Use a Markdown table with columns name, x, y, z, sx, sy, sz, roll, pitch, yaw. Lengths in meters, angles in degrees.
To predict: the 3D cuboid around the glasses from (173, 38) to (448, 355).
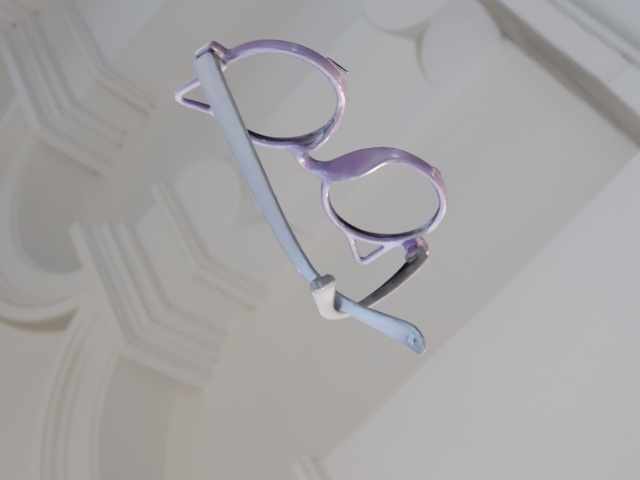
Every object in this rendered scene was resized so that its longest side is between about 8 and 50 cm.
| name | x | y | z | sx | sy | sz | roll | pitch | yaw |
| --- | --- | --- | --- | --- | --- | --- | --- | --- | --- |
| glasses | 0.000 | 0.000 | 0.386 | 0.140 | 0.062 | 0.104 | 40 | -141 | -34 |
